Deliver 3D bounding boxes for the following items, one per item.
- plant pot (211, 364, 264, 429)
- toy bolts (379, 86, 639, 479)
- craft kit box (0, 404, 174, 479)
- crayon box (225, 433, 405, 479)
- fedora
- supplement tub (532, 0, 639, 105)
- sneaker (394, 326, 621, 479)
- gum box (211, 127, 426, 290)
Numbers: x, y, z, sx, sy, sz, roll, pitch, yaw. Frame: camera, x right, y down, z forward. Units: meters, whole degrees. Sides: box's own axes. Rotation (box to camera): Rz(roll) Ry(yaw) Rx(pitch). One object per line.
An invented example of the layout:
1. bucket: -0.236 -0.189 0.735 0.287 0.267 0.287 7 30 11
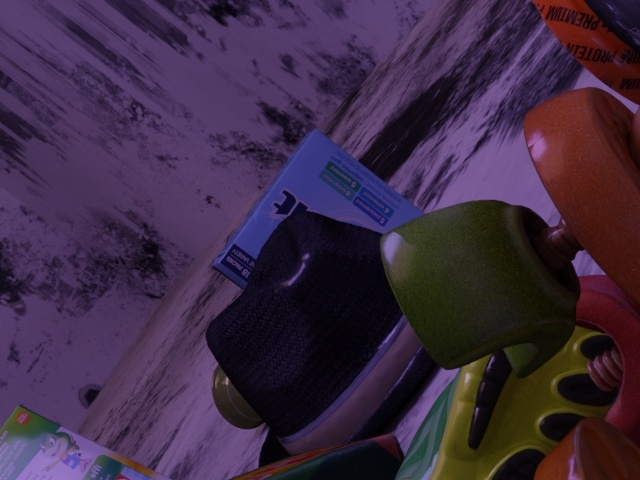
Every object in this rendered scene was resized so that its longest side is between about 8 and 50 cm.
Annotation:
1. plant pot: -0.060 0.154 1.659 0.079 0.083 0.083 -24 27 46
2. toy bolts: 0.171 0.042 0.664 0.158 0.218 0.228 -34 -19 23
3. craft kit box: -0.252 0.310 1.466 0.250 0.246 0.061 -56 -18 -29
4. crayon box: -0.108 0.222 1.021 0.318 0.081 0.202 -19 -4 -22
5. fedora: -0.004 0.074 1.391 0.334 0.152 0.334 -51 8 11
6. supplement tub: 0.288 -0.242 0.935 0.338 0.207 0.207 -46 10 37
7. sneaker: 0.076 0.162 0.848 0.295 0.109 0.123 -55 -14 -5
8. gum box: 0.000 0.000 1.660 0.184 0.157 0.041 -54 9 -15
